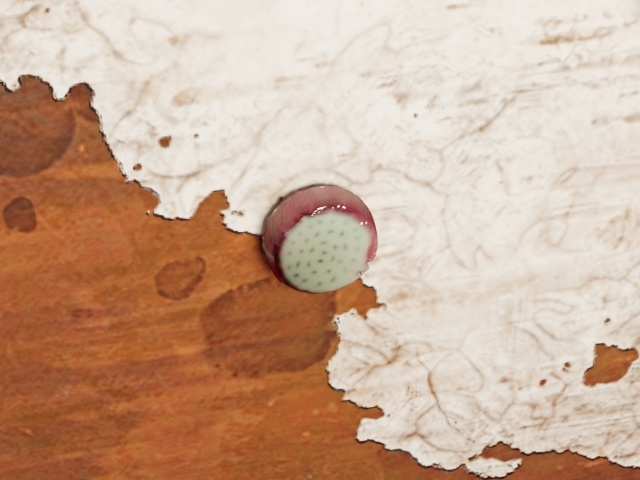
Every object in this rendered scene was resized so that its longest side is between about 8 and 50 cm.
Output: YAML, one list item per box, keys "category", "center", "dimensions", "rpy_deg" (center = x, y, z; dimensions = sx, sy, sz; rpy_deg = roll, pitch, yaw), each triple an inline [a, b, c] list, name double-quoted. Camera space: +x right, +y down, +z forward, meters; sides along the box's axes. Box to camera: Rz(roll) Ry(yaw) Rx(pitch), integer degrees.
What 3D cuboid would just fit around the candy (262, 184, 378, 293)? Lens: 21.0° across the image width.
- category: "candy"
  center: [0.000, 0.000, 1.524]
  dimensions: [0.103, 0.043, 0.103]
  rpy_deg: [-7, 124, -10]
